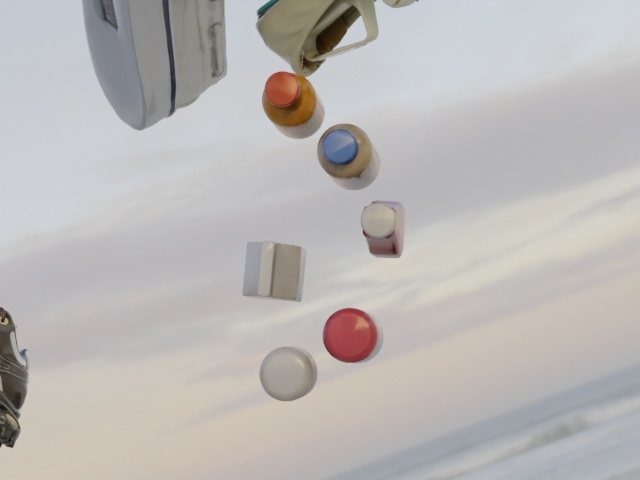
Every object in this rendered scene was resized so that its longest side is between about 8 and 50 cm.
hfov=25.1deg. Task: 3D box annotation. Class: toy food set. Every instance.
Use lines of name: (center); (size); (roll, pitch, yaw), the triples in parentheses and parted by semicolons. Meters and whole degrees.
toy food set: (0.000, 0.000, 1.014); (0.111, 0.232, 0.104); (6, -4, 8)

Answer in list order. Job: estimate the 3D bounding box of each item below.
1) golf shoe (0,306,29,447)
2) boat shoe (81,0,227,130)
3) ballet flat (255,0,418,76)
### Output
golf shoe: (-0.274, 0.071, 1.043); (0.077, 0.094, 0.198); (4, -33, 21)
boat shoe: (-0.113, -0.259, 1.196); (0.156, 0.136, 0.367); (-30, -37, -25)
ballet flat: (0.042, -0.215, 1.205); (0.086, 0.086, 0.248); (-12, -16, -44)
